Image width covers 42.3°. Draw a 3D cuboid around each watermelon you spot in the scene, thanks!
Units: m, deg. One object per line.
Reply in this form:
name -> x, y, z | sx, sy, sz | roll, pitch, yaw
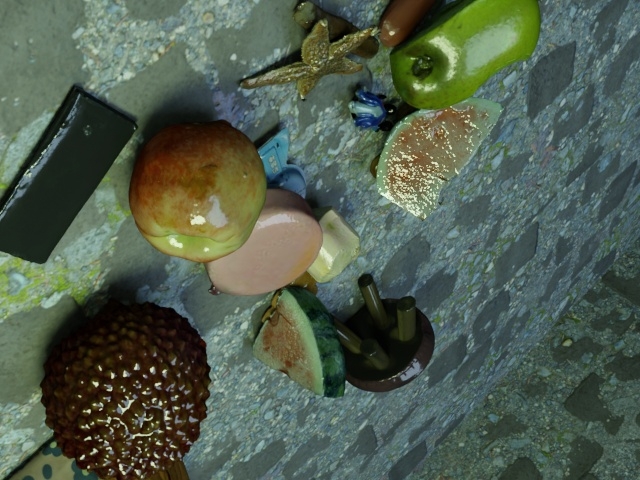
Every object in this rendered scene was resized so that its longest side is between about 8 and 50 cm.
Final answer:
watermelon -> 0.263, -0.204, 1.823 | 0.224, 0.180, 0.305 | 12, 118, -53
watermelon -> -0.048, 0.265, 1.922 | 0.201, 0.262, 0.213 | -26, 158, 16

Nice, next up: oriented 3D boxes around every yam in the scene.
yam -> 0.034, -0.387, 1.536 | 0.241, 0.057, 0.057 | 8, 115, -54

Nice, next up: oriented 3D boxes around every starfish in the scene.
starfish -> -0.006, -0.332, 1.499 | 0.295, 0.048, 0.231 | -13, 161, -32

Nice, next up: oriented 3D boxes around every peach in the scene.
peach -> -0.199, -0.100, 1.381 | 0.232, 0.232, 0.257 | 61, 32, -57

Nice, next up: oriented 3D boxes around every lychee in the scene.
lychee -> -0.340, 0.259, 1.482 | 0.306, 0.330, 0.306 | -21, 163, -7

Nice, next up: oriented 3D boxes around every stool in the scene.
stool -> 0.145, 0.237, 2.139 | 0.272, 0.272, 0.178 | -44, 135, -14

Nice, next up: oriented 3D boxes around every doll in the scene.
doll -> 0.101, -0.270, 1.735 | 0.195, 0.070, 0.096 | 1, 98, -62

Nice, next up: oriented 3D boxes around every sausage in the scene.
sausage -> 0.181, -0.466, 1.633 | 0.194, 0.077, 0.077 | -54, 149, 0

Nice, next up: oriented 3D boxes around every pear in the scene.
pear -> 0.276, -0.369, 1.649 | 0.282, 0.286, 0.176 | -40, 102, -20

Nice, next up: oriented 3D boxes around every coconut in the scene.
coconut -> 0.000, 0.000, 1.801 | 0.147, 0.153, 0.147 | -41, -175, 5

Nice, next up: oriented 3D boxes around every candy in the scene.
candy -> -0.123, 0.010, 1.635 | 0.255, 0.094, 0.255 | -17, 143, -14

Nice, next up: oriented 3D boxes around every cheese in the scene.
cheese -> -0.085, -0.112, 1.660 | 0.135, 0.052, 0.245 | -43, 147, -19

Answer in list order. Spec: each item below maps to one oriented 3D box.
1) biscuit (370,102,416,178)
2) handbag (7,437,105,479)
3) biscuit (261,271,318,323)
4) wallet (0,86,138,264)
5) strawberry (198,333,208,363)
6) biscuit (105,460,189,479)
biscuit -> 0.231, -0.255, 1.938 | 0.301, 0.049, 0.197 | -59, 150, 9
handbag -> -0.502, 0.527, 1.621 | 0.251, 0.193, 0.190 | -42, 152, -15
biscuit -> -0.064, 0.137, 1.954 | 0.162, 0.035, 0.250 | -15, 137, -50
wallet -> -0.404, -0.091, 1.285 | 0.285, 0.030, 0.146 | -56, 152, 3
strawberry -> -0.292, 0.279, 1.732 | 0.175, 0.107, 0.236 | -50, 149, -4
biscuit -> -0.341, 0.518, 1.714 | 0.078, 0.350, 0.455 | -19, 161, 0
